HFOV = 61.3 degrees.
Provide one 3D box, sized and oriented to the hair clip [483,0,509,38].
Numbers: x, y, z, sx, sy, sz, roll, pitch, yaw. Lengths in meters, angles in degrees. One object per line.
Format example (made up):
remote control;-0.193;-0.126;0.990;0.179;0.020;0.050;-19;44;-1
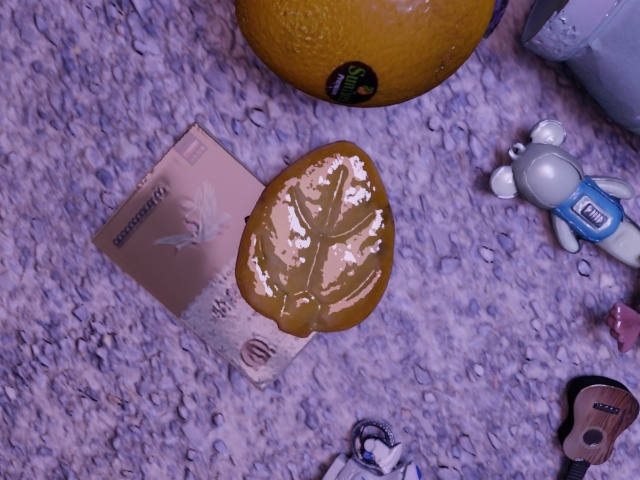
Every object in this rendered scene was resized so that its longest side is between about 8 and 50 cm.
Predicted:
hair clip;0.230;-0.318;0.593;0.052;0.124;0.195;35;134;17

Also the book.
book;-0.119;0.027;0.722;0.310;0.021;0.217;42;97;-4

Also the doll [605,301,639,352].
doll;0.483;0.086;0.673;0.262;0.093;0.211;-14;104;-4

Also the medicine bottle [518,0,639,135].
medicine bottle;0.387;-0.227;0.559;0.290;0.245;0.245;29;98;-3

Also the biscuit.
biscuit;-0.001;0.001;0.685;0.203;0.041;0.260;17;99;-1

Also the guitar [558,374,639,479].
guitar;0.349;0.313;0.739;0.084;0.038;0.271;15;103;4

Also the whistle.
whistle;0.324;-0.046;0.676;0.236;0.077;0.114;36;104;-9

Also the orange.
orange;0.045;-0.272;0.557;0.274;0.274;0.274;0;98;2

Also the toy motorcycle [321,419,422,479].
toy motorcycle;0.061;0.366;0.730;0.150;0.102;0.221;35;95;18
